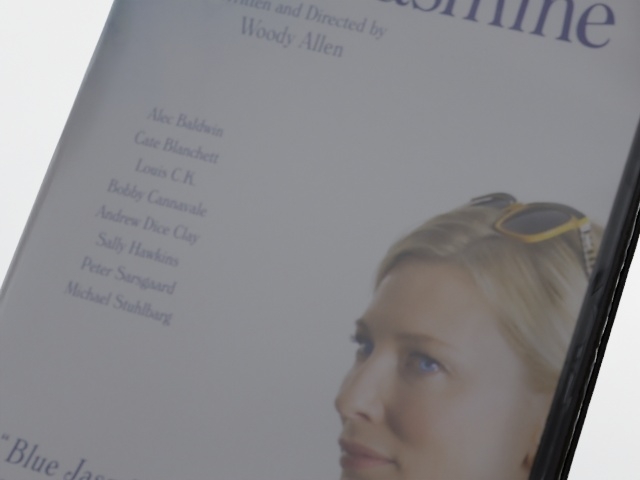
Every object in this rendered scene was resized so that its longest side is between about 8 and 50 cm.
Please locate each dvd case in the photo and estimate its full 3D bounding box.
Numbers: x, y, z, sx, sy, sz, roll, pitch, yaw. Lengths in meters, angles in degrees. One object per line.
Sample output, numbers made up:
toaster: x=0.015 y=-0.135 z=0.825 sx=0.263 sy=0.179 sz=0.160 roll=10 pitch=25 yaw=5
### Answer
dvd case: x=0.000 y=0.000 z=0.523 sx=0.180 sy=0.253 sz=0.022 roll=14 pitch=-16 yaw=18
